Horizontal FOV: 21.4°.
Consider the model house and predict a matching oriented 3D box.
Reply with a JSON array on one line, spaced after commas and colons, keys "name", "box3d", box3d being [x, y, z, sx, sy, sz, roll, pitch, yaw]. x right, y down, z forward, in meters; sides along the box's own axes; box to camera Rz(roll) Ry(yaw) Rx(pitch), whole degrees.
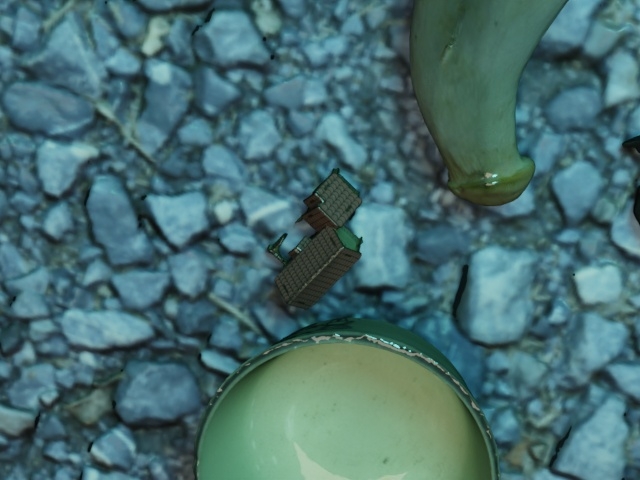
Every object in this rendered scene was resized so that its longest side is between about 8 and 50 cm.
[{"name": "model house", "box3d": [0.000, 0.000, 1.176, 0.057, 0.058, 0.083, 44, 108, -7]}]

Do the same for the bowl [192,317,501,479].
[{"name": "bowl", "box3d": [0.022, 0.143, 1.192, 0.211, 0.112, 0.211, 2, 109, 6]}]

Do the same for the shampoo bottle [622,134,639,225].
[{"name": "shampoo bottle", "box3d": [0.243, -0.009, 1.157, 0.048, 0.027, 0.137, -18, 105, 11]}]

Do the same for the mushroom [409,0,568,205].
[{"name": "mushroom", "box3d": [0.116, -0.150, 1.097, 0.118, 0.103, 0.270, 21, 120, 6]}]
